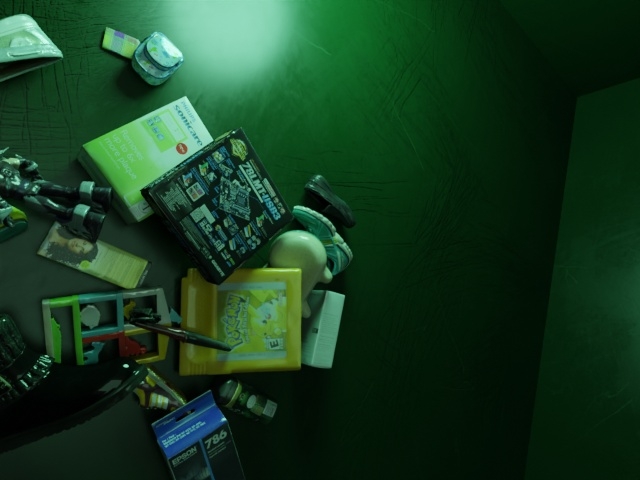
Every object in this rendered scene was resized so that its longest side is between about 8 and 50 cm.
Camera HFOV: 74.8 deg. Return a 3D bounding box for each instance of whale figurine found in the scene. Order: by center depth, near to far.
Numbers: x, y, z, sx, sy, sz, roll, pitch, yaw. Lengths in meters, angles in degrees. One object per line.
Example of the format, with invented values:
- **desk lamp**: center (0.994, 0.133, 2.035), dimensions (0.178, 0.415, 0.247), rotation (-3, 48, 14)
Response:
- **whale figurine**: center (-0.071, 0.099, 1.286), dimensions (0.217, 0.141, 0.271), rotation (3, 106, 2)

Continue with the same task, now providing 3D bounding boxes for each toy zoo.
- **toy zoo**: center (-0.481, 0.213, 0.998), dimensions (0.294, 0.030, 0.192), rotation (-4, 103, -32)

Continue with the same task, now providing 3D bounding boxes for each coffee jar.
- **coffee jar**: center (-0.216, 0.443, 1.169), dimensions (0.184, 0.096, 0.079), rotation (39, 63, -26)

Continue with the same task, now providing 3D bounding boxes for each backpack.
- **backpack**: center (-0.427, -0.475, 1.093), dimensions (0.105, 0.084, 0.114), rotation (44, 63, -25)

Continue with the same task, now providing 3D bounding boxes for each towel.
- **towel**: center (-0.513, -0.505, 1.081), dimensions (0.083, 0.009, 0.060), rotation (13, 80, -33)

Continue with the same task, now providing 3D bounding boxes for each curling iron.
- **curling iron**: center (-0.339, 0.231, 1.033), dimensions (0.274, 0.068, 0.035), rotation (32, 47, -30)

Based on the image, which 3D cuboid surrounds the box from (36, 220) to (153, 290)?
- **box**: center (-0.531, 0.044, 0.997), dimensions (0.232, 0.058, 0.087), rotation (29, 71, -31)

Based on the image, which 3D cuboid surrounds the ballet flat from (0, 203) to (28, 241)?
- **ballet flat**: center (-0.731, -0.001, 0.859), dimensions (0.077, 0.077, 0.231), rotation (47, 57, 1)

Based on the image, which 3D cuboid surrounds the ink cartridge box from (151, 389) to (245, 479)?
- **ink cartridge box**: center (-0.301, 0.572, 1.080), dimensions (0.166, 0.065, 0.332), rotation (-25, 112, -33)

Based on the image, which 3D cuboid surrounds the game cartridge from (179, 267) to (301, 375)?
- **game cartridge**: center (-0.213, 0.217, 1.143), dimensions (0.324, 0.053, 0.284), rotation (1, 86, -13)

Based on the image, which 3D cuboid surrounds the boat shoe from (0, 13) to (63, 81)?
- **boat shoe**: center (-0.704, -0.355, 0.871), dimensions (0.103, 0.118, 0.320), rotation (49, 55, -18)

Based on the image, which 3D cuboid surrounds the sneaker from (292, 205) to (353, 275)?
- **sneaker**: center (0.000, 0.000, 1.357), dimensions (0.110, 0.107, 0.275), rotation (-47, 113, -18)

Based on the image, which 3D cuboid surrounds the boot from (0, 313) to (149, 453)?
- **boot**: center (-0.566, 0.255, 0.855), dimensions (0.348, 0.131, 0.259), rotation (-22, 101, -9)

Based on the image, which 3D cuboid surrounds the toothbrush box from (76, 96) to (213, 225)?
- **toothbrush box**: center (-0.415, -0.200, 1.060), dimensions (0.283, 0.122, 0.206), rotation (-41, 110, -32)

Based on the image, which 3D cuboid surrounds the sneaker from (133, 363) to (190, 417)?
- **sneaker**: center (-0.410, 0.397, 1.060), dimensions (0.084, 0.070, 0.185), rotation (-41, 109, -14)

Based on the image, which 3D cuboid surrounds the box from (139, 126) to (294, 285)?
- **box**: center (-0.246, -0.088, 1.076), dimensions (0.293, 0.073, 0.295), rotation (-46, 122, -29)

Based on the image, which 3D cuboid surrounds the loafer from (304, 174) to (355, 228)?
- **loafer**: center (0.031, -0.118, 1.404), dimensions (0.223, 0.076, 0.078), rotation (48, 67, -17)

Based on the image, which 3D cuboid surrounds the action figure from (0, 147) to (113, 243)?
- **action figure**: center (-0.608, -0.097, 0.889), dimensions (0.285, 0.099, 0.185), rotation (20, 50, -23)

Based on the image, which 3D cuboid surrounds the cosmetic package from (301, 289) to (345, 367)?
- **cosmetic package**: center (-0.007, 0.274, 1.319), dimensions (0.086, 0.117, 0.230), rotation (18, 75, -33)
